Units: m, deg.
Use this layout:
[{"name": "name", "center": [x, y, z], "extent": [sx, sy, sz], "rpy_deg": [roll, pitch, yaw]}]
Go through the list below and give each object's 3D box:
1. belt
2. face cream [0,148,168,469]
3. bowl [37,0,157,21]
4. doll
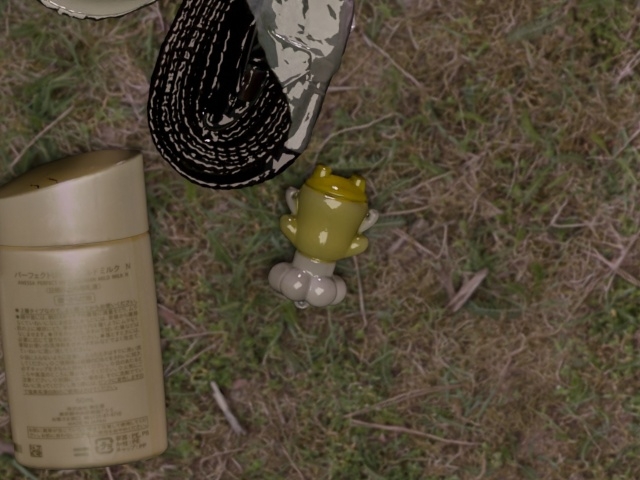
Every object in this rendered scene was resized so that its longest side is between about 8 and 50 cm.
[{"name": "belt", "center": [-0.072, -0.194, 1.921], "extent": [0.184, 0.164, 0.289], "rpy_deg": [20, 103, -2]}, {"name": "face cream", "center": [-0.264, 0.076, 2.020], "extent": [0.173, 0.081, 0.349], "rpy_deg": [-5, 106, -3]}, {"name": "bowl", "center": [-0.229, -0.337, 1.892], "extent": [0.211, 0.112, 0.211], "rpy_deg": [-2, 107, -5]}, {"name": "doll", "center": [0.000, 0.000, 2.035], "extent": [0.106, 0.062, 0.162], "rpy_deg": [16, 103, -5]}]
